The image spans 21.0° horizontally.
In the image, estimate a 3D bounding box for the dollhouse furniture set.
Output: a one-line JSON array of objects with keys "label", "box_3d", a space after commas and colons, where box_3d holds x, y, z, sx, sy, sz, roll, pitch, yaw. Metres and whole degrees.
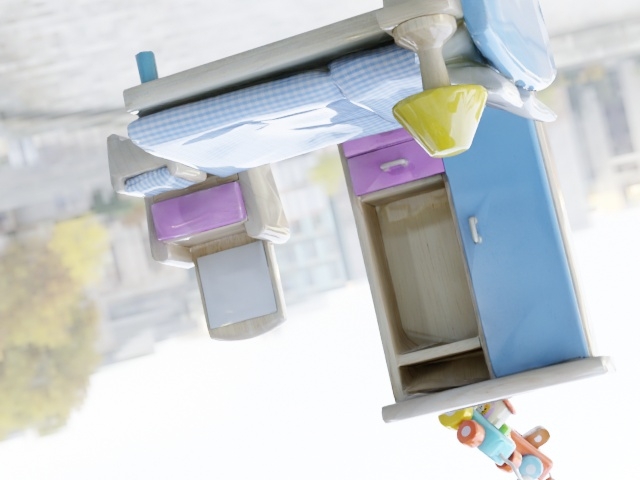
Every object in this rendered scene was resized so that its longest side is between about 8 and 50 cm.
[{"label": "dollhouse furniture set", "box_3d": [0.000, 0.000, 0.926, 0.286, 0.198, 0.303, -15, 171, 17]}]

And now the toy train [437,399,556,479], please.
[{"label": "toy train", "box_3d": [0.139, 0.141, 1.263, 0.046, 0.125, 0.166, -52, 179, 2]}]
